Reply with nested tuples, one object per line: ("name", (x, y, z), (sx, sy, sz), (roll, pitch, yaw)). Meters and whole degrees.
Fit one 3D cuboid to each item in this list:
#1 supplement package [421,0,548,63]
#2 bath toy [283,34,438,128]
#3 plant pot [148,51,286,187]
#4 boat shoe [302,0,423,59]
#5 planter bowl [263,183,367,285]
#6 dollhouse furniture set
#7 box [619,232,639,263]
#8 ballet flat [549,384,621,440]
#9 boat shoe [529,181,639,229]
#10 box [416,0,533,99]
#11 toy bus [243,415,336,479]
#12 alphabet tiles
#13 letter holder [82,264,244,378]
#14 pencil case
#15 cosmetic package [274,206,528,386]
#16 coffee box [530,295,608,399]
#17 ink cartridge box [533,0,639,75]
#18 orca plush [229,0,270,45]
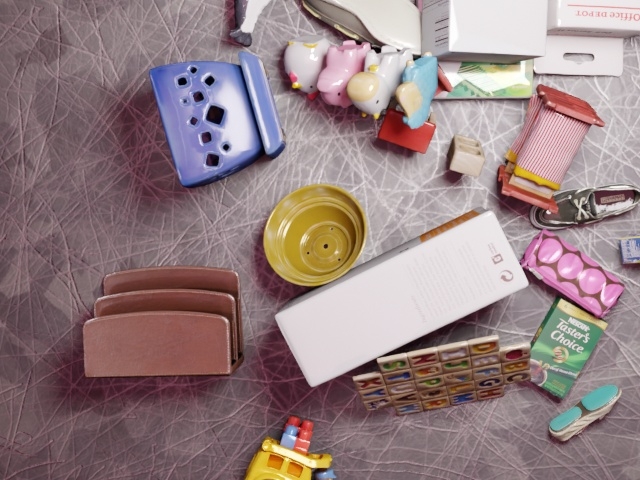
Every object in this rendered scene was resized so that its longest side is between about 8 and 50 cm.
("supplement package", (0.301, -0.439, 1.605), (0.194, 0.149, 0.203), (0, 95, -14))
("bath toy", (0.060, -0.310, 1.672), (0.348, 0.151, 0.129), (22, 127, 40))
("plant pot", (-0.190, -0.242, 1.711), (0.212, 0.236, 0.235), (-15, 93, 0))
("boat shoe", (0.089, -0.447, 1.719), (0.305, 0.091, 0.109), (33, 70, 8))
("planter bowl", (0.000, 0.000, 1.765), (0.217, 0.090, 0.217), (-5, 70, 15))
("dollhouse furniture set", (0.316, -0.219, 1.662), (0.374, 0.152, 0.201), (19, 114, -2))
("box", (0.677, 0.009, 1.689), (0.169, 0.059, 0.054), (-6, 97, 47))
("ballet flat", (0.550, 0.357, 1.789), (0.168, 0.057, 0.052), (-34, 119, 11))
("boat shoe", (0.530, -0.073, 1.736), (0.219, 0.070, 0.077), (-15, 93, 6))
("box", (0.307, -0.442, 1.731), (0.232, 0.058, 0.321), (0, 97, 5))
("toy bus", (-0.043, 0.486, 1.814), (0.220, 0.149, 0.211), (22, 81, 1))
("alphabet tiles", (0.245, 0.273, 1.711), (0.343, 0.285, 0.011), (-12, 56, 6))
("letter holder", (-0.323, 0.164, 1.796), (0.302, 0.152, 0.214), (-2, 93, 5))
("pencil case", (0.504, 0.072, 1.740), (0.209, 0.098, 0.095), (33, 140, 4))
("cosmetic package", (0.157, 0.103, 1.708), (0.453, 0.230, 0.161), (-27, 92, 6))
("coffee box", (0.493, 0.219, 1.780), (0.113, 0.040, 0.184), (30, 97, 2))
("ink cartridge box", (0.523, -0.498, 1.652), (0.207, 0.119, 0.353), (-1, 95, -11))
("orca plush", (-0.116, -0.539, 1.765), (0.151, 0.102, 0.287), (5, 111, -39))
